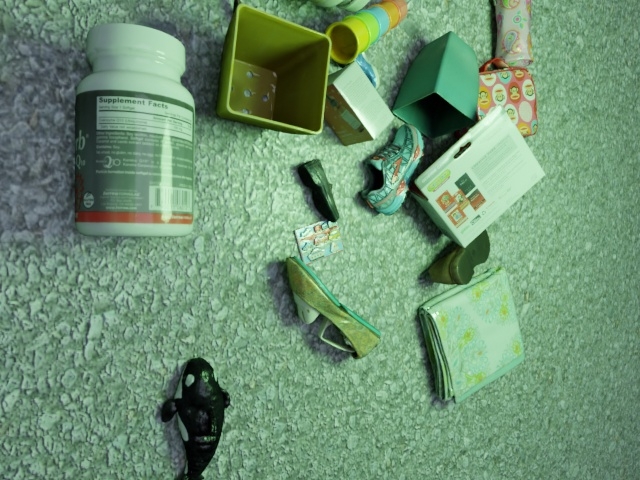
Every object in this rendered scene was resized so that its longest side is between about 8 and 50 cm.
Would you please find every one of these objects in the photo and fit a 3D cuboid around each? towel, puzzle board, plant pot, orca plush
[{"bbox_3d":[0.483,0.290,1.460,0.375,0.090,0.320,-20,103,-29],"label":"towel"},{"bbox_3d":[0.000,0.000,1.206,0.128,0.011,0.096,-21,102,-28],"label":"puzzle board"},{"bbox_3d":[-0.125,-0.340,1.016,0.212,0.187,0.212,7,88,-31],"label":"plant pot"},{"bbox_3d":[-0.265,0.408,1.011,0.151,0.102,0.286,19,82,-30],"label":"orca plush"},{"bbox_3d":[0.337,-0.441,1.308,0.166,0.166,0.234,25,71,-29],"label":"plant pot"}]

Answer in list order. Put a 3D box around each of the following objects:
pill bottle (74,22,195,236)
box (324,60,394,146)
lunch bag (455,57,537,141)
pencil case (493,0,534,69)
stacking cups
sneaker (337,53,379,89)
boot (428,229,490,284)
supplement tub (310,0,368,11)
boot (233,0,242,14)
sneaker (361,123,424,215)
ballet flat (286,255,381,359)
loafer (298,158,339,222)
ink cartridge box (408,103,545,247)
[{"bbox_3d":[-0.344,-0.189,0.880,0.211,0.210,0.362,0,91,-31],"label":"pill bottle"},{"bbox_3d":[0.074,-0.334,1.167,0.091,0.130,0.170,-50,114,-19],"label":"box"},{"bbox_3d":[0.539,-0.426,1.445,0.293,0.120,0.257,-15,99,-29],"label":"lunch bag"},{"bbox_3d":[0.607,-0.689,1.481,0.124,0.124,0.283,-7,94,-30],"label":"pencil case"},{"bbox_3d":[0.127,-0.548,1.173,0.096,0.096,0.316,56,50,-20],"label":"stacking cups"},{"bbox_3d":[0.089,-0.450,1.211,0.085,0.058,0.152,-34,104,-31],"label":"sneaker"},{"bbox_3d":[0.425,0.041,1.417,0.305,0.115,0.112,-34,104,-44],"label":"boot"},{"bbox_3d":[-0.026,-0.671,1.033,0.325,0.235,0.235,12,86,-31],"label":"supplement tub"},{"bbox_3d":[-0.139,-0.511,1.087,0.114,0.037,0.106,-22,116,-25],"label":"boot"},{"bbox_3d":[0.189,-0.205,1.257,0.125,0.104,0.261,22,81,-27],"label":"sneaker"},{"bbox_3d":[0.015,0.183,1.170,0.348,0.123,0.123,44,71,-24],"label":"ballet flat"},{"bbox_3d":[0.010,-0.126,1.180,0.061,0.062,0.170,-37,111,-29],"label":"loafer"},{"bbox_3d":[0.419,-0.188,1.312,0.309,0.130,0.272,-42,116,3],"label":"ink cartridge box"}]
